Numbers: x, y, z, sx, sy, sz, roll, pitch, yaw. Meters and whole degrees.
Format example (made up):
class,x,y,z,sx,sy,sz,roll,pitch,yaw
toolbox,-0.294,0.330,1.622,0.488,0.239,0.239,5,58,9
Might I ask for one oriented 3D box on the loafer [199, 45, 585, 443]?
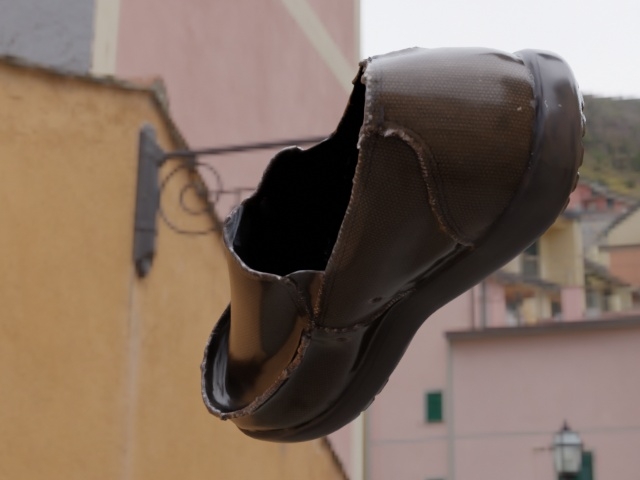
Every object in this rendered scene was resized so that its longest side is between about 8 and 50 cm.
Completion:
class,x,y,z,sx,sy,sz,roll,pitch,yaw
loafer,0.000,0.000,0.719,0.130,0.133,0.366,15,-39,-21
